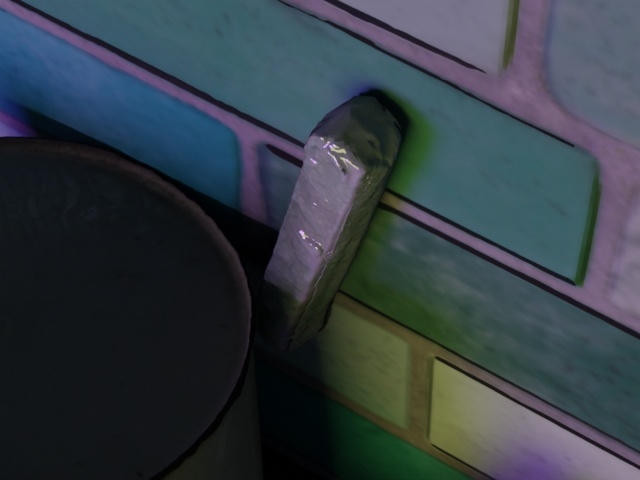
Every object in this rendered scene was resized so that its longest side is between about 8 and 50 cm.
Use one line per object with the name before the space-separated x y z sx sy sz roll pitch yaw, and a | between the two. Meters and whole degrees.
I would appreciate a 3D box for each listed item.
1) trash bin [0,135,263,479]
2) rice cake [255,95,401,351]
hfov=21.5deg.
trash bin | -0.154 0.184 0.886 0.280 0.280 0.432 26 140 22
rice cake | -0.001 0.000 0.731 0.033 0.033 0.208 44 155 11
